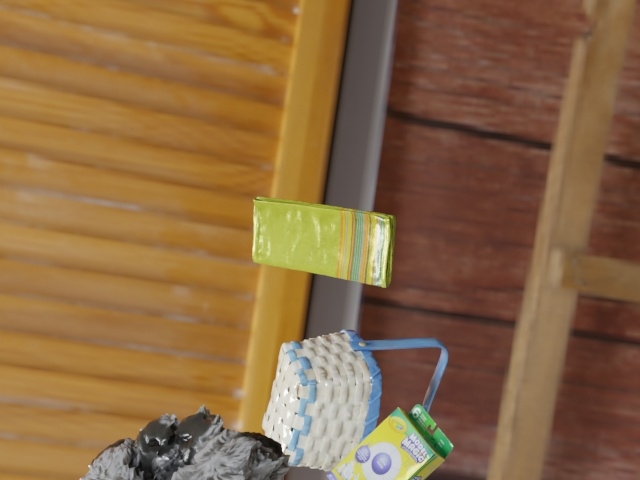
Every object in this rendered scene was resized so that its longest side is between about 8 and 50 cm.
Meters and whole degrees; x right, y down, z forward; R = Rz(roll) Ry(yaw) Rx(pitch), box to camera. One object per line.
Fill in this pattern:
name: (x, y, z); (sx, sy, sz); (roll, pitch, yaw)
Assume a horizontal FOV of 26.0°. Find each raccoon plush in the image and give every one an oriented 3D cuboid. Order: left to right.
raccoon plush: (-0.136, 0.392, 1.404); (0.216, 0.446, 0.299); (-1, 132, 31)

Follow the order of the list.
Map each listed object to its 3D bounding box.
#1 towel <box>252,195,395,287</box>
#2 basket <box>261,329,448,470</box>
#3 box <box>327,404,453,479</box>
towel: (0.000, 0.000, 1.971); (0.237, 0.102, 0.021); (9, -170, 33)
basket: (0.061, 0.273, 2.373); (0.289, 0.255, 0.201); (6, -155, -18)
box: (0.107, 0.336, 2.096); (0.105, 0.179, 0.043); (49, -175, 37)
